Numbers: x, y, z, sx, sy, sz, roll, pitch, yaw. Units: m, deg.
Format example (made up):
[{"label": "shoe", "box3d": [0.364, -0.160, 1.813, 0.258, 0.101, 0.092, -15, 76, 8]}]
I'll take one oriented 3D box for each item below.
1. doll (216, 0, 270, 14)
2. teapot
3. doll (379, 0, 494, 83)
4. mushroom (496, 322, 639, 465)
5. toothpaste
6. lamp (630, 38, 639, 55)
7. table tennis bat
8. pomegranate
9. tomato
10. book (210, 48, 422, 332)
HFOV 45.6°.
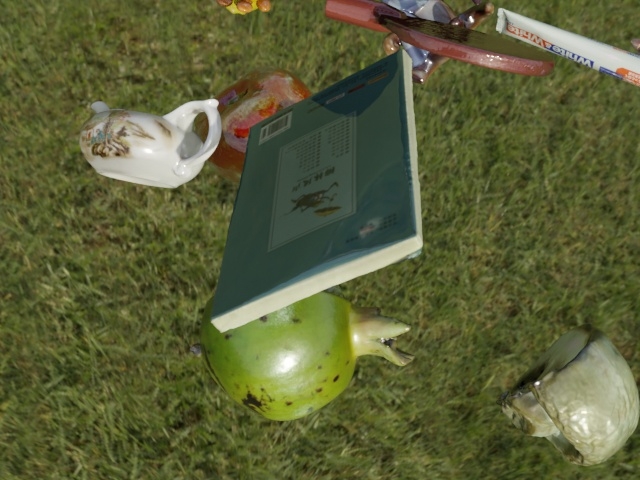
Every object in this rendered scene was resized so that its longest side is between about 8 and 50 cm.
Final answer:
[{"label": "doll", "box3d": [-0.153, -0.560, 1.618, 0.143, 0.135, 0.221, 20, 55, -2]}, {"label": "teapot", "box3d": [-0.281, -0.163, 1.255, 0.298, 0.204, 0.139, 8, 84, 30]}, {"label": "doll", "box3d": [0.223, -0.544, 1.680, 0.318, 0.209, 0.340, -31, 101, 12]}, {"label": "mushroom", "box3d": [0.405, 0.245, 1.183, 0.189, 0.267, 0.164, -39, 77, -15]}, {"label": "toothpaste", "box3d": [0.311, -0.228, 0.911, 0.218, 0.052, 0.033, 27, 80, 18]}, {"label": "lamp", "box3d": [0.688, -0.388, 1.476, 0.253, 0.118, 0.118, -35, 74, -6]}, {"label": "table tennis bat", "box3d": [0.202, -0.358, 1.318, 0.414, 0.051, 0.268, 21, 24, 16]}, {"label": "pomegranate", "box3d": [-0.026, 0.153, 1.175, 0.340, 0.260, 0.260, 0, 65, 16]}, {"label": "tomato", "box3d": [-0.124, -0.232, 1.639, 0.222, 0.270, 0.270, 47, 63, -32]}, {"label": "book", "box3d": [-0.002, -0.077, 0.928, 0.264, 0.031, 0.379, -23, 37, 24]}]
